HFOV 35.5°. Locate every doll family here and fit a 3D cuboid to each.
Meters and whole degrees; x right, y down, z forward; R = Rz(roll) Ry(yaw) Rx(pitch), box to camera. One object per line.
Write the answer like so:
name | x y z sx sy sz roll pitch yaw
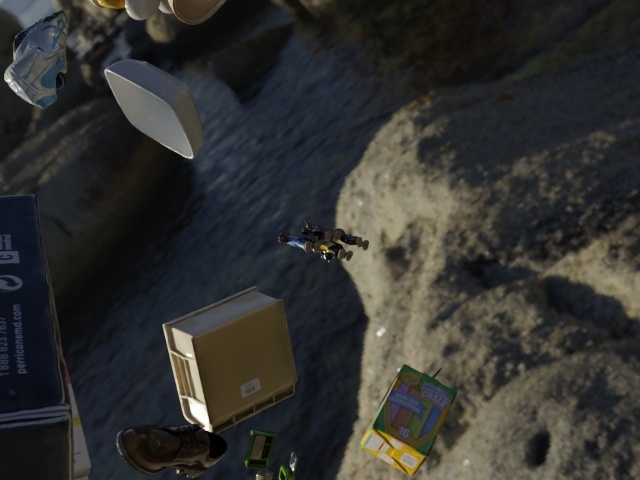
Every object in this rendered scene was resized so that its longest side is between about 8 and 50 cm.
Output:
doll family | 0.000 0.000 2.049 0.111 0.193 0.076 26 96 51

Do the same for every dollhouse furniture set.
dollhouse furniture set | -0.068 0.338 1.464 0.151 0.076 0.059 -136 58 -66

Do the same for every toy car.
toy car | -0.346 -0.502 1.891 0.159 0.136 0.182 22 31 29

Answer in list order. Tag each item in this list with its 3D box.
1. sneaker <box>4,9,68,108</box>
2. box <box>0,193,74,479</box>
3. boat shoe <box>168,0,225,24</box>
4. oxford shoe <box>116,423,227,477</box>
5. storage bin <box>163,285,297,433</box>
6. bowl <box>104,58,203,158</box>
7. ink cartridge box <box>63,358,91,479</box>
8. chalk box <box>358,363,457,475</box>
sneaker | -0.429 -0.284 1.554 0.085 0.086 0.237 -25 34 17
box | -0.445 0.242 0.786 0.297 0.471 0.480 -120 32 -52
boat shoe | -0.173 -0.459 1.631 0.341 0.121 0.110 129 148 -51
oxford shoe | -0.231 0.319 1.588 0.096 0.227 0.083 -33 64 21
storage bin | -0.204 0.282 2.360 0.262 0.260 0.123 -22 22 -34
bowl | -0.227 -0.194 1.415 0.142 0.142 0.053 29 67 23
ink cartridge box | -0.381 0.273 1.359 0.115 0.198 0.067 -13 -19 -21
chalk box | 0.192 0.356 2.095 0.213 0.132 0.132 -59 -7 -33
